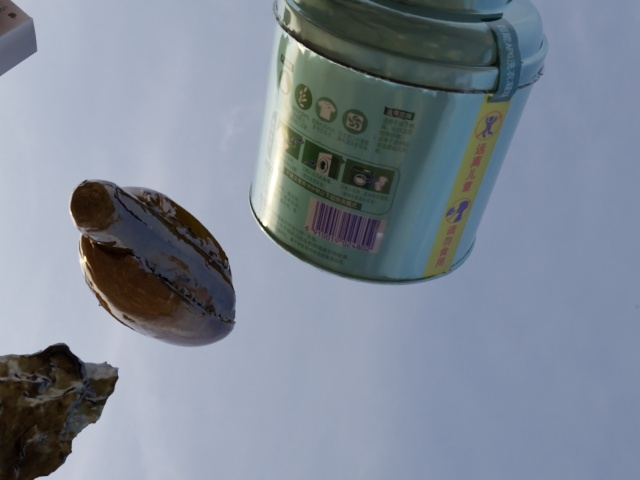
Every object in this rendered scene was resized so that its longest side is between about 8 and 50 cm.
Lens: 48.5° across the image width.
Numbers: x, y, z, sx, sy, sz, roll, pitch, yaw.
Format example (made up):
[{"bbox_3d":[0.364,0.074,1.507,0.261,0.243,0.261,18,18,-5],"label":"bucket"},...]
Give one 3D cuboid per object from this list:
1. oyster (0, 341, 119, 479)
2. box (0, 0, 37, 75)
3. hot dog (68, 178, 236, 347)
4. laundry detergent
[{"bbox_3d":[-0.393,0.171,0.661,0.204,0.397,0.110,-117,-150,-57],"label":"oyster"},{"bbox_3d":[-0.643,-0.367,1.189,0.252,0.106,0.203,41,-119,4],"label":"box"},{"bbox_3d":[-0.099,0.010,0.435,0.060,0.140,0.089,-25,-146,29],"label":"hot dog"},{"bbox_3d":[0.078,-0.155,0.781,0.287,0.287,0.305,31,-50,23],"label":"laundry detergent"}]
